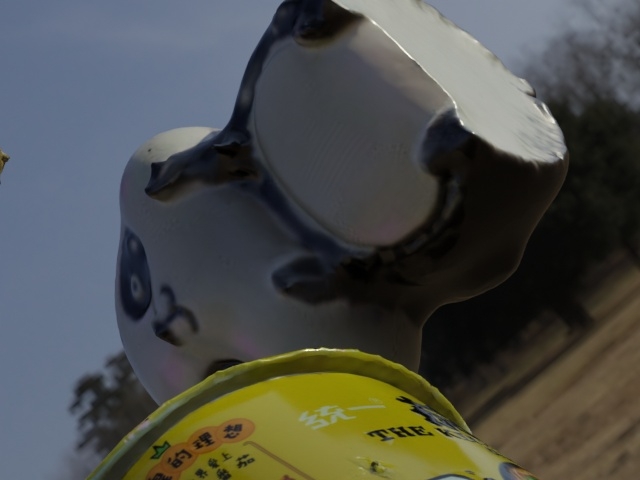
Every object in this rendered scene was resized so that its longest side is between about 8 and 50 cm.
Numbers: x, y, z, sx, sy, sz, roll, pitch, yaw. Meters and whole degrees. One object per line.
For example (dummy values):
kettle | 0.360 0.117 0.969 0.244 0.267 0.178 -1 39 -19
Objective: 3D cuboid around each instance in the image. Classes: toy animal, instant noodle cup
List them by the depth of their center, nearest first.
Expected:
instant noodle cup | 0.044 0.237 0.777 0.325 0.325 0.254 -38 31 -22
toy animal | 0.000 0.000 1.083 0.310 0.251 0.251 -48 -9 21

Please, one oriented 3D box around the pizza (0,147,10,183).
pizza | -0.335 -0.081 1.238 0.053 0.193 0.201 -93 16 -49
